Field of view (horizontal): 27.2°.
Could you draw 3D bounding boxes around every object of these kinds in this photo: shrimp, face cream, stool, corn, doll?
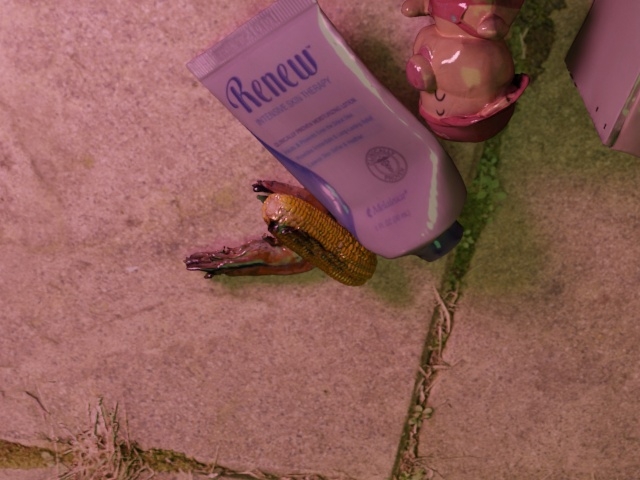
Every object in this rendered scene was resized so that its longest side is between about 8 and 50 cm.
[{"bbox_3d":[-0.091,-0.009,1.863,0.219,0.046,0.152,-10,122,0],"label":"shrimp"},{"bbox_3d":[0.038,-0.133,1.746,0.235,0.137,0.420,-26,116,42],"label":"face cream"},{"bbox_3d":[0.466,-0.206,1.628,0.243,0.270,0.170,16,119,-11],"label":"stool"},{"bbox_3d":[0.000,0.000,1.824,0.072,0.072,0.203,-39,129,20],"label":"corn"},{"bbox_3d":[0.180,-0.241,1.651,0.152,0.196,0.256,-2,115,-1],"label":"doll"}]
